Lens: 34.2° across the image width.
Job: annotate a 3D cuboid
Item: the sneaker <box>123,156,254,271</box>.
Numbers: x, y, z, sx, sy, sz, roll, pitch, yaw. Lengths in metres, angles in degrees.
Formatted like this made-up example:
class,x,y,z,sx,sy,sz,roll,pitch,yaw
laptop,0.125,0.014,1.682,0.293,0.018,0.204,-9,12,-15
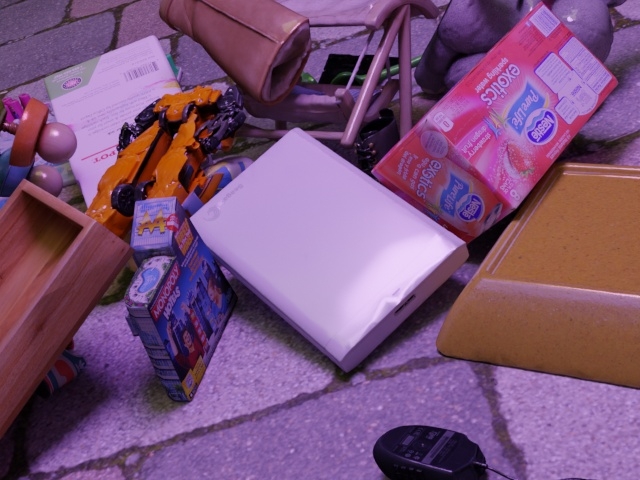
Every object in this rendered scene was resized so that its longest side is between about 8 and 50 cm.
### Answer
class,x,y,z,sx,sy,sz,roll,pitch,yaw
sneaker,-0.163,-0.019,1.469,0.240,0.091,0.126,-39,47,-13

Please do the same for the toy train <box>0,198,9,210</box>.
class,x,y,z,sx,sy,sz,roll,pitch,yaw
toy train,-0.445,0.061,1.427,0.105,0.143,0.248,-7,33,20

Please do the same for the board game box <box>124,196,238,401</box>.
class,x,y,z,sx,sy,sz,roll,pitch,yaw
board game box,-0.180,0.057,1.244,0.060,0.194,0.194,-6,33,20

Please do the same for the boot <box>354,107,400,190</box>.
class,x,y,z,sx,sy,sz,roll,pitch,yaw
boot,0.057,-0.068,1.364,0.077,0.137,0.198,2,38,31

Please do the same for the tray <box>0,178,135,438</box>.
class,x,y,z,sx,sy,sz,roll,pitch,yaw
tray,-0.401,0.135,1.207,0.203,0.076,0.411,24,78,48

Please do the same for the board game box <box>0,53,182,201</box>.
class,x,y,z,sx,sy,sz,roll,pitch,yaw
board game box,-0.471,-0.213,1.956,0.390,0.050,0.390,-14,32,10

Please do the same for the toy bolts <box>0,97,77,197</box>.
class,x,y,z,sx,sy,sz,roll,pitch,yaw
toy bolts,-0.461,-0.093,1.533,0.228,0.159,0.218,154,135,-72

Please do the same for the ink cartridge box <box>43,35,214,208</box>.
class,x,y,z,sx,sy,sz,roll,pitch,yaw
ink cartridge box,-0.297,-0.157,1.663,0.207,0.119,0.353,-23,48,-5

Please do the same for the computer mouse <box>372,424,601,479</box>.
class,x,y,z,sx,sy,sz,roll,pitch,yaw
computer mouse,0.158,0.223,0.964,0.242,0.041,0.071,11,25,32

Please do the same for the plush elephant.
class,x,y,z,sx,sy,sz,roll,pitch,yaw
plush elephant,0.316,-0.319,1.535,0.330,0.255,0.271,-167,103,-89

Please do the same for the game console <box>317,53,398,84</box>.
class,x,y,z,sx,sy,sz,roll,pitch,yaw
game console,0.073,-0.292,1.821,0.122,0.071,0.107,8,71,38

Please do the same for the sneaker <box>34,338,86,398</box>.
class,x,y,z,sx,sy,sz,roll,pitch,yaw
sneaker,-0.361,0.142,1.345,0.075,0.057,0.161,-29,38,-29

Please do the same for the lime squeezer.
class,x,y,z,sx,sy,sz,roll,pitch,yaw
lime squeezer,0.034,-0.273,1.767,0.310,0.058,0.110,7,38,38

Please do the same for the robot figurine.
class,x,y,z,sx,sy,sz,roll,pitch,yaw
robot figurine,-0.210,-0.103,1.439,0.211,0.085,0.291,-3,45,30

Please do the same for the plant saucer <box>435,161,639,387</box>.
class,x,y,z,sx,sy,sz,roll,pitch,yaw
plant saucer,0.329,0.013,1.148,0.333,0.081,0.332,6,40,35

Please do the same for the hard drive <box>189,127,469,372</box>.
class,x,y,z,sx,sy,sz,roll,pitch,yaw
hard drive,0.000,0.000,1.272,0.203,0.040,0.307,-42,53,-13

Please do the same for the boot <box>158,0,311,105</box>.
class,x,y,z,sx,sy,sz,roll,pitch,yaw
boot,-0.100,-0.351,1.486,0.089,0.236,0.269,4,27,-47

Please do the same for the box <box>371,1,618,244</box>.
class,x,y,z,sx,sy,sz,roll,pitch,yaw
box,0.225,-0.145,1.314,0.300,0.154,0.142,-47,2,-35

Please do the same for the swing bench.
class,x,y,z,sx,sy,sz,roll,pitch,yaw
swing bench,0.009,-0.248,1.524,0.253,0.254,0.165,7,-4,38
